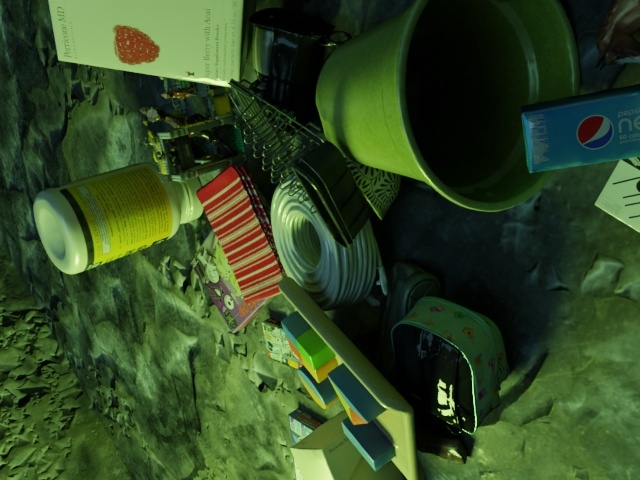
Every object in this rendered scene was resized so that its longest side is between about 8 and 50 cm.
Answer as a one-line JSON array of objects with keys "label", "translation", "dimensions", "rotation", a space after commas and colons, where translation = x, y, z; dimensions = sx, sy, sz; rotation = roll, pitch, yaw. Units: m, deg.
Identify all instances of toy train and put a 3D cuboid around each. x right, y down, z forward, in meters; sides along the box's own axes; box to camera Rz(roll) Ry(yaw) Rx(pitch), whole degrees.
[{"label": "toy train", "translation": [-0.080, -0.207, 1.049], "dimensions": [0.083, 0.023, 0.017], "rotation": [21, 126, 10]}]

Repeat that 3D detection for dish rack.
[{"label": "dish rack", "translation": [-0.046, -0.122, 0.979], "dimensions": [0.271, 0.074, 0.208], "rotation": [39, 169, 32]}]

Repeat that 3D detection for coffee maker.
[{"label": "coffee maker", "translation": [-0.044, -0.266, 1.068], "dimensions": [0.171, 0.120, 0.178], "rotation": [36, 134, 31]}]

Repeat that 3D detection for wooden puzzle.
[{"label": "wooden puzzle", "translation": [0.042, 0.262, 1.142], "dimensions": [0.322, 0.081, 0.347], "rotation": [44, 163, 36]}]

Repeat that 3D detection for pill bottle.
[{"label": "pill bottle", "translation": [-0.436, -0.065, 1.455], "dimensions": [0.188, 0.334, 0.187], "rotation": [26, 127, 40]}]

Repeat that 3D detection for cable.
[{"label": "cable", "translation": [0.000, 0.000, 1.156], "dimensions": [0.257, 0.089, 0.256], "rotation": [-6, 99, 61]}]

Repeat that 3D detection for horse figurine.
[{"label": "horse figurine", "translation": [0.360, -0.302, 0.628], "dimensions": [0.175, 0.066, 0.263], "rotation": [10, 119, 40]}]

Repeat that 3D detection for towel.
[{"label": "towel", "translation": [-0.158, -0.008, 1.340], "dimensions": [0.199, 0.031, 0.274], "rotation": [-22, 92, 52]}]

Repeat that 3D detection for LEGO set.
[{"label": "LEGO set", "translation": [-0.304, -0.254, 1.316], "dimensions": [0.255, 0.192, 0.331], "rotation": [19, 123, 42]}]

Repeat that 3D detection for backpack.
[{"label": "backpack", "translation": [0.196, 0.176, 1.001], "dimensions": [0.166, 0.144, 0.188], "rotation": [22, 142, 42]}]

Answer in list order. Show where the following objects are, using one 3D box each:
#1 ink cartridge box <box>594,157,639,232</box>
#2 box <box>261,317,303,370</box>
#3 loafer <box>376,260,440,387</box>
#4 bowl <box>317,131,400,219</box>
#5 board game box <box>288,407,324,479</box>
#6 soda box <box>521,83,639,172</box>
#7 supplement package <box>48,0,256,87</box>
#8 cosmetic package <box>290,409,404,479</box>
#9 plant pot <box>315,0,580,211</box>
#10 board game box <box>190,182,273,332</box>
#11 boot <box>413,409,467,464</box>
[{"label": "ink cartridge box", "translation": [0.420, -0.028, 0.717], "dimensions": [0.207, 0.046, 0.097], "rotation": [39, 136, 29]}, {"label": "box", "translation": [-0.071, 0.230, 1.436], "dimensions": [0.137, 0.027, 0.093], "rotation": [11, 116, 46]}, {"label": "loafer", "translation": [0.144, 0.160, 1.119], "dimensions": [0.084, 0.096, 0.267], "rotation": [-134, 45, -53]}, {"label": "bowl", "translation": [0.076, -0.121, 1.017], "dimensions": [0.170, 0.080, 0.170], "rotation": [53, -176, -5]}, {"label": "board game box", "translation": [-0.010, 0.501, 1.503], "dimensions": [0.136, 0.035, 0.201], "rotation": [19, 123, 42]}, {"label": "soda box", "translation": [0.321, -0.125, 0.682], "dimensions": [0.210, 0.071, 0.067], "rotation": [-7, 105, 18]}, {"label": "supplement package", "translation": [-0.256, -0.380, 1.041], "dimensions": [0.293, 0.175, 0.177], "rotation": [8, 136, -2]}, {"label": "cosmetic package", "translation": [0.083, 0.514, 1.305], "dimensions": [0.113, 0.160, 0.309], "rotation": [-18, 96, 51]}, {"label": "plant pot", "translation": [0.132, -0.183, 0.826], "dimensions": [0.254, 0.276, 0.275], "rotation": [12, 119, 59]}, {"label": "board game box", "translation": [-0.170, 0.050, 1.444], "dimensions": [0.208, 0.056, 0.347], "rotation": [53, 140, 8]}, {"label": "boot", "translation": [0.205, 0.347, 1.171], "dimensions": [0.114, 0.037, 0.106], "rotation": [1, 123, 52]}]
